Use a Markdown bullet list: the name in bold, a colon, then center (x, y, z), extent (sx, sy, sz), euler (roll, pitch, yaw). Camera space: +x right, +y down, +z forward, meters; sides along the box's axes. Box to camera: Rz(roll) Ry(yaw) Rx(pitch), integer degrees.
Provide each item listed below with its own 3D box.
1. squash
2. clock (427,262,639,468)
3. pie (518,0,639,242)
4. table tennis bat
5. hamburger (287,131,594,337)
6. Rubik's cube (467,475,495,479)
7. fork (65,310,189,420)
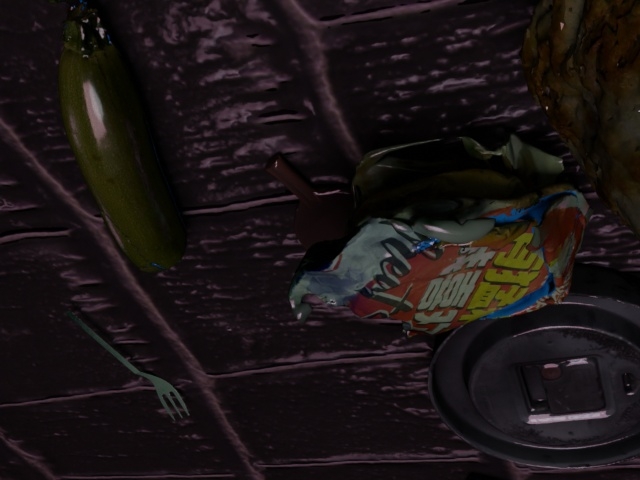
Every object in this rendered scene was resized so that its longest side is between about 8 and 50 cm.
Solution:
- **squash**: center (-0.209, -0.095, 0.775), extent (0.087, 0.087, 0.332), euler (-1, 127, 12)
- **clock**: center (0.282, 0.157, 0.892), extent (0.312, 0.061, 0.313), euler (6, 130, 7)
- **pie**: center (0.298, -0.034, 0.483), extent (0.180, 0.418, 0.395), euler (-24, 164, -4)
- **table tennis bat**: center (0.000, 0.000, 0.786), extent (0.107, 0.119, 0.170), euler (-34, 117, 30)
- **hamburger**: center (0.112, -0.013, 0.724), extent (0.276, 0.151, 0.260), euler (17, 143, -42)
- **Rubik's cube**: center (0.264, 0.460, 1.084), extent (0.160, 0.163, 0.162), euler (14, 134, 1)
- **fork**: center (-0.263, 0.169, 1.045), extent (0.039, 0.021, 0.235), euler (-26, 118, 24)
